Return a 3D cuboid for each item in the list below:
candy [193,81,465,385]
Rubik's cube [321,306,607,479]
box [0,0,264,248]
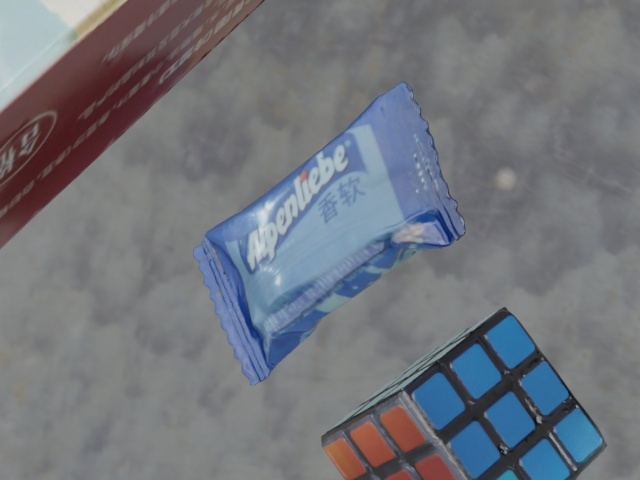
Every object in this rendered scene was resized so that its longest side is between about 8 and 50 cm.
[{"bbox_3d":[0.000,0.000,1.497,0.331,0.077,0.187,-37,62,29],"label":"candy"},{"bbox_3d":[0.128,0.183,1.337,0.160,0.162,0.163,54,141,3],"label":"Rubik's cube"},{"bbox_3d":[-0.221,-0.158,0.590,0.344,0.122,0.385,39,62,6],"label":"box"}]
